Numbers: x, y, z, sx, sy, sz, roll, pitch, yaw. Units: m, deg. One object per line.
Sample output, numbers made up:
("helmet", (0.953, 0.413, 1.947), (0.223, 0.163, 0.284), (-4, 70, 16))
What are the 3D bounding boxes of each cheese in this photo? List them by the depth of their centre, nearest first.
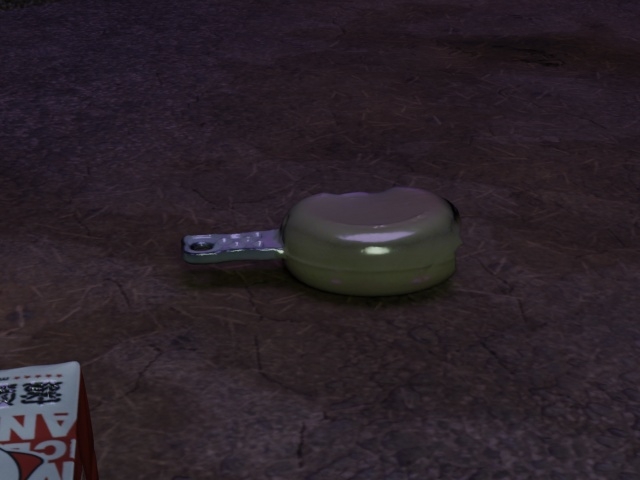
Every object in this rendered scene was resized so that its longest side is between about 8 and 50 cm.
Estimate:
("cheese", (0.000, 0.000, 1.322), (0.286, 0.082, 0.163), (-1, 21, -3))

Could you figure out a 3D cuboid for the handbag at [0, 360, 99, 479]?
("handbag", (-0.211, 0.210, 0.729), (0.171, 0.151, 0.298), (-5, 30, -5))
